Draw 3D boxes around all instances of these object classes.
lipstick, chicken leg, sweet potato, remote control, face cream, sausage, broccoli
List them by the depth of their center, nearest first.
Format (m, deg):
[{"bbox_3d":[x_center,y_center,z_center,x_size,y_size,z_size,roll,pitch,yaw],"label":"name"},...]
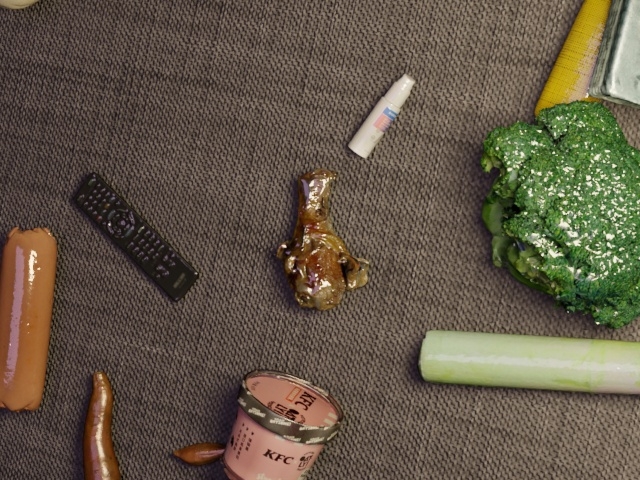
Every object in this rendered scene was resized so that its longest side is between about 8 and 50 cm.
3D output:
[{"bbox_3d":[0.321,-0.025,1.594,0.245,0.265,0.294,-9,101,51],"label":"broccoli"},{"bbox_3d":[0.279,0.160,1.673,0.304,0.076,0.076,1,89,21],"label":"lipstick"},{"bbox_3d":[0.088,-0.177,1.774,0.034,0.034,0.130,38,101,17],"label":"face cream"},{"bbox_3d":[-0.007,0.003,1.789,0.125,0.080,0.196,-22,74,9],"label":"chicken leg"},{"bbox_3d":[-0.172,0.315,1.859,0.095,0.034,0.034,-8,86,21],"label":"sweet potato"},{"bbox_3d":[-0.333,0.332,1.909,0.057,0.057,0.264,-10,84,20],"label":"sweet potato"},{"bbox_3d":[-0.280,-0.007,1.912,0.245,0.025,0.063,44,104,16],"label":"remote control"},{"bbox_3d":[-0.458,0.122,1.944,0.086,0.086,0.289,8,92,21],"label":"sausage"}]

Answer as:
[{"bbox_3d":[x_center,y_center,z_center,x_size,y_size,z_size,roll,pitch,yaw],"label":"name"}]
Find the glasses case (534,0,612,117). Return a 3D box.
[{"bbox_3d":[0.360,-0.251,1.657,0.079,0.064,0.234,26,97,17],"label":"glasses case"}]

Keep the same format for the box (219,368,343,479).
[{"bbox_3d":[-0.062,0.273,1.763,0.151,0.151,0.135,31,108,19],"label":"box"}]

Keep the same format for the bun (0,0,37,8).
[{"bbox_3d":[-0.454,-0.410,1.956,0.138,0.094,0.138,-21,49,27],"label":"bun"}]

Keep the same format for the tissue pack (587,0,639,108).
[{"bbox_3d":[0.459,-0.282,1.584,0.185,0.081,0.257,13,93,-6],"label":"tissue pack"}]
